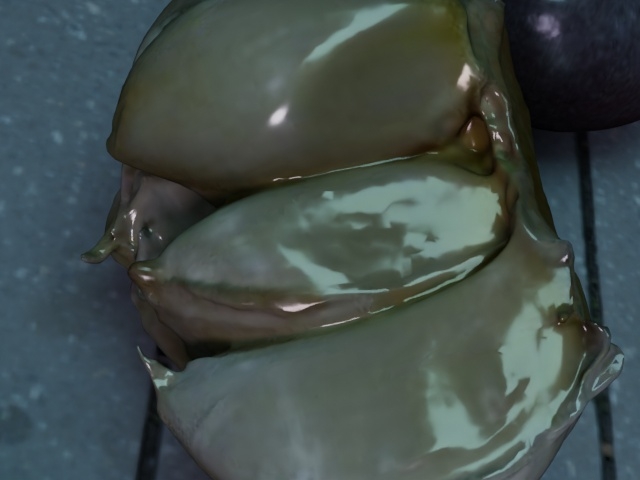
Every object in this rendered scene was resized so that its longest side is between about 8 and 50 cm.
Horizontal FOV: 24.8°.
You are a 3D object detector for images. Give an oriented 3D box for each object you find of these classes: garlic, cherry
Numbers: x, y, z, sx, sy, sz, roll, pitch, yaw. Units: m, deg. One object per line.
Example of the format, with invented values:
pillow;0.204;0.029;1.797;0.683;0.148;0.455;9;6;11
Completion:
garlic;0.000;-0.001;0.636;0.203;0.185;0.281;-15;77;0
cherry;0.137;-0.139;0.816;0.176;0.140;0.176;26;47;-32
